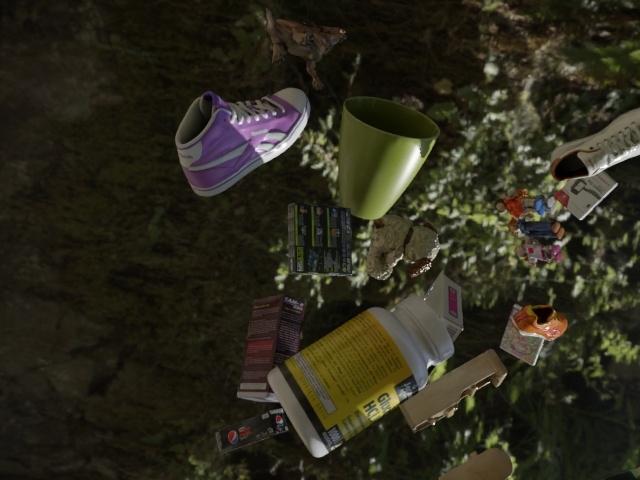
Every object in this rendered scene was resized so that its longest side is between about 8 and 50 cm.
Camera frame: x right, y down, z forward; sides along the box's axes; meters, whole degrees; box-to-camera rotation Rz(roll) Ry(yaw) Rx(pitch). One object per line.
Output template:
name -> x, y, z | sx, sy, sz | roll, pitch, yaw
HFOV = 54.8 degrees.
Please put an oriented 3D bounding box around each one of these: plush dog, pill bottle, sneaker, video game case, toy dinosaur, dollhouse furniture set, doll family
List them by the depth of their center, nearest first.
sneaker -> -0.130, -0.214, 1.079 | 0.282, 0.102, 0.161 | -45, 147, -23
pill bottle -> 0.082, 0.249, 1.192 | 0.188, 0.334, 0.188 | 57, -9, 14
sneaker -> 0.457, 0.162, 1.244 | 0.067, 0.175, 0.064 | -44, -124, 35
video game case -> 0.465, 0.215, 1.407 | 0.011, 0.087, 0.122 | -21, 129, -44
dollhouse furniture set -> 0.390, 0.497, 1.427 | 0.394, 0.256, 0.362 | 60, -2, 24
sneaker -> 0.677, -0.208, 1.440 | 0.290, 0.106, 0.123 | -27, -162, 39
toy dinosaur -> -0.061, -0.529, 1.616 | 0.127, 0.295, 0.200 | -46, -133, 30
doll family -> 0.589, -0.055, 1.737 | 0.118, 0.163, 0.263 | -45, 120, -27
plush dog -> 0.287, 0.001, 2.067 | 0.211, 0.225, 0.262 | 85, 23, -56

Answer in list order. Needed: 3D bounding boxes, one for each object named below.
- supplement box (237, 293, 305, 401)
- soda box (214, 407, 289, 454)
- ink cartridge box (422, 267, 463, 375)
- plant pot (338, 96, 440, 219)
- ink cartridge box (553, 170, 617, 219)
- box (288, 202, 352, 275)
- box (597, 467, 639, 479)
supplement box -> -0.116, 0.255, 1.455 | 0.130, 0.073, 0.240 | -15, -119, 49
soda box -> -0.158, 0.435, 1.407 | 0.060, 0.169, 0.053 | 14, 54, -59
ink cartridge box -> 0.307, 0.214, 1.663 | 0.176, 0.069, 0.371 | -60, -179, 20
plant pot -> 0.161, -0.218, 1.761 | 0.275, 0.274, 0.294 | -81, -174, -59
ink cartridge box -> 0.815, -0.155, 1.899 | 0.150, 0.109, 0.063 | -51, 159, 22
box -> 0.000, 0.000, 1.678 | 0.045, 0.184, 0.191 | -14, -104, 60
box -> 0.651, 0.604, 1.270 | 0.232, 0.322, 0.058 | 61, -41, 40
